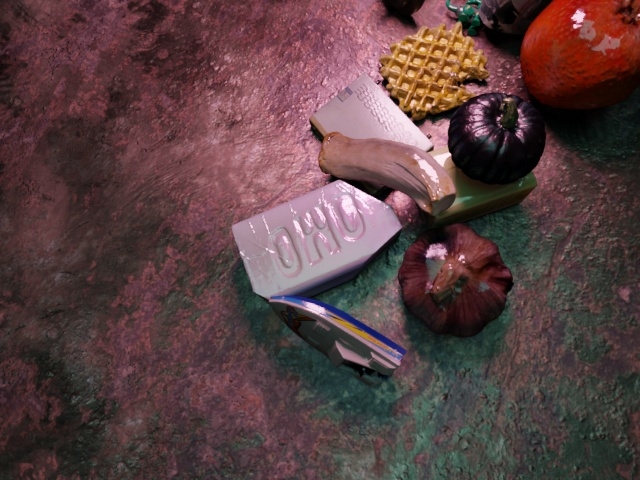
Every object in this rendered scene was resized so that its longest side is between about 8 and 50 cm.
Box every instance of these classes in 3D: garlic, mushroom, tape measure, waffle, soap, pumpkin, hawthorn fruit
[{"bbox_3d":[0.280,0.076,0.948,0.245,0.160,0.245,-2,73,6],"label":"garlic"},{"bbox_3d":[0.136,-0.155,0.977,0.351,0.095,0.123,28,86,38],"label":"mushroom"},{"bbox_3d":[0.512,-0.603,1.062,0.275,0.256,0.147,-24,80,1],"label":"tape measure"},{"bbox_3d":[0.287,-0.433,1.149,0.261,0.056,0.250,-20,72,4],"label":"waffle"},{"bbox_3d":[0.000,0.000,1.031,0.347,0.115,0.208,-23,73,0],"label":"soap"},{"bbox_3d":[0.348,-0.202,0.901,0.194,0.150,0.194,-1,97,-10],"label":"pumpkin"},{"bbox_3d":[0.582,-0.426,1.010,0.275,0.299,0.275,-3,101,-16],"label":"hawthorn fruit"}]

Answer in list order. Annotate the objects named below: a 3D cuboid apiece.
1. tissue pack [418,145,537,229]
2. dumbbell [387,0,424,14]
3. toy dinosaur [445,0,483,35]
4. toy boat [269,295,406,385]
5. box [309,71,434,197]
[{"bbox_3d":[0.330,-0.135,1.019,0.234,0.125,0.159,-18,71,2],"label":"tissue pack"},{"bbox_3d":[0.261,-0.711,1.161,0.290,0.192,0.192,-33,73,-5],"label":"dumbbell"},{"bbox_3d":[0.388,-0.594,1.186,0.132,0.059,0.096,25,70,5],"label":"toy dinosaur"},{"bbox_3d":[0.020,0.197,0.941,0.295,0.129,0.088,31,49,1],"label":"toy boat"},{"bbox_3d":[0.125,-0.263,1.119,0.211,0.045,0.270,-40,72,3],"label":"box"}]
